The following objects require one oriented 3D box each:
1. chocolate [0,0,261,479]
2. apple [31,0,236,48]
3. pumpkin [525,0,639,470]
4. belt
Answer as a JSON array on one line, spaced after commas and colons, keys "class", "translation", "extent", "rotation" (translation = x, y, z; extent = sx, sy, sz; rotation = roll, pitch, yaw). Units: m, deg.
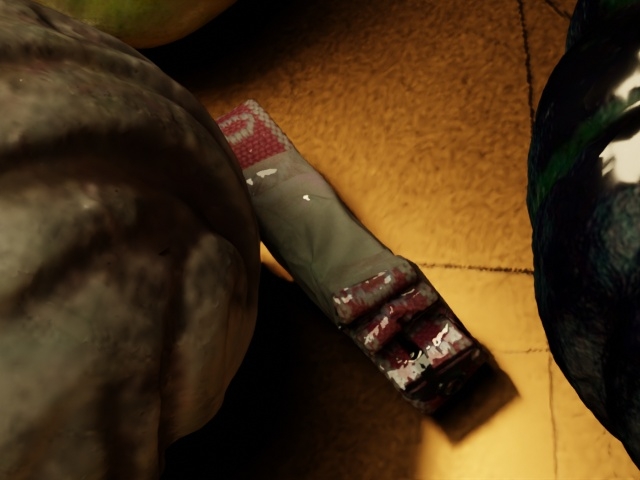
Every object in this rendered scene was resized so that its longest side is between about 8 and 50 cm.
[{"class": "chocolate", "translation": [-0.142, 0.023, 0.790], "extent": [0.213, 0.303, 0.303], "rotation": [12, 64, 13]}, {"class": "apple", "translation": [-0.112, -0.224, 1.000], "extent": [0.207, 0.174, 0.188], "rotation": [-28, 29, 14]}, {"class": "pumpkin", "translation": [0.262, -0.022, 0.585], "extent": [0.363, 0.266, 0.363], "rotation": [-12, 56, 18]}, {"class": "belt", "translation": [0.000, 0.000, 0.847], "extent": [0.053, 0.071, 0.232], "rotation": [-36, 48, -8]}]
